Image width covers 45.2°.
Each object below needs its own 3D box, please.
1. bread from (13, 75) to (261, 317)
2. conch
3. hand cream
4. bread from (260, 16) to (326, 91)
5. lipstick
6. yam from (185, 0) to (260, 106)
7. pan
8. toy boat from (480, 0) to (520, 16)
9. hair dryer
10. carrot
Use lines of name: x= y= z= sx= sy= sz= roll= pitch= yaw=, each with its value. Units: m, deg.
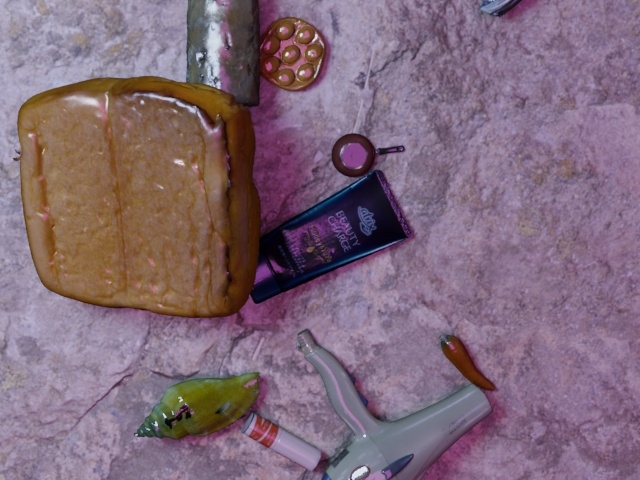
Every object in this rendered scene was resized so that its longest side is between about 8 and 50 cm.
bread: x=-0.248 y=-0.064 z=1.077 sx=0.328 sy=0.148 sz=0.336 roll=3 pitch=111 yaw=13
conch: x=-0.191 y=0.262 z=1.201 sx=0.201 sy=0.079 sz=0.094 roll=-6 pitch=118 yaw=-14
hand cream: x=0.000 y=0.000 z=1.193 sx=0.271 sy=0.061 sz=0.120 roll=-27 pitch=95 yaw=-9
bread: x=-0.044 y=-0.279 z=1.153 sx=0.110 sy=0.024 sz=0.109 roll=-1 pitch=100 yaw=-7
lipstick: x=-0.062 y=0.324 z=1.237 sx=0.131 sy=0.038 sz=0.038 roll=32 pitch=94 yaw=-10
yam: x=-0.139 y=-0.288 z=1.103 sx=0.108 sy=0.107 sz=0.193 roll=0 pitch=98 yaw=-6
pan: x=0.075 y=-0.135 z=1.189 sx=0.115 sy=0.023 sz=0.068 roll=-10 pitch=99 yaw=-4
toy boat: x=0.290 y=-0.397 z=1.153 sx=0.140 sy=0.059 sz=0.066 roll=-46 pitch=112 yaw=4
hair dryer: x=0.127 y=0.264 z=1.231 sx=0.296 sy=0.119 sz=0.298 roll=-10 pitch=87 yaw=-11
carrot: x=0.238 y=0.201 z=1.257 sx=0.035 sy=0.035 sz=0.142 roll=-41 pitch=108 yaw=1
